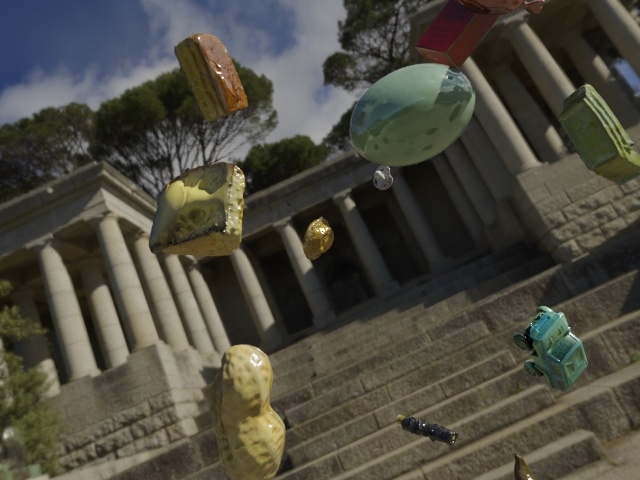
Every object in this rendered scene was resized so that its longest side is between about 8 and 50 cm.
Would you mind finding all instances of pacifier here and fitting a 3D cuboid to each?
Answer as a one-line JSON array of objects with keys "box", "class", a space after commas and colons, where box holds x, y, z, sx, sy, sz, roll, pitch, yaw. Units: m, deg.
[{"box": [0.228, -0.241, 2.038, 0.081, 0.099, 0.078, -26, -24, 27], "class": "pacifier"}]

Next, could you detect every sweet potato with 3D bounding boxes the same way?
[{"box": [0.513, 0.603, 1.206, 0.059, 0.249, 0.069, -50, -19, 25], "class": "sweet potato"}]

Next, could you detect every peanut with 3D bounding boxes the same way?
[{"box": [-0.150, 0.363, 1.105, 0.147, 0.305, 0.147, -11, 7, 2], "class": "peanut"}]

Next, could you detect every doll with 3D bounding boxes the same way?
[{"box": [0.392, -0.571, 1.228, 0.262, 0.093, 0.211, 12, 6, -8], "class": "doll"}]

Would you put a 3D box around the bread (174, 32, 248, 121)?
[{"box": [-0.311, -0.479, 1.572, 0.110, 0.234, 0.184, -20, 12, 21], "class": "bread"}]

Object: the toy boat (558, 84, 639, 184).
[{"box": [0.720, -0.267, 1.392, 0.084, 0.276, 0.111, -22, -10, -31], "class": "toy boat"}]

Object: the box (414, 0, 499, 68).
[{"box": [0.480, -0.731, 1.772, 0.089, 0.197, 0.313, 33, -81, -31], "class": "box"}]

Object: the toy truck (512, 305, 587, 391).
[{"box": [0.734, 0.346, 1.696, 0.155, 0.156, 0.279, -43, -54, -14], "class": "toy truck"}]

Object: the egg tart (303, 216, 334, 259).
[{"box": [0.000, 0.000, 1.498, 0.129, 0.049, 0.129, -38, -43, -46], "class": "egg tart"}]

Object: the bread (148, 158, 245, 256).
[{"box": [-0.264, -0.070, 1.252, 0.262, 0.204, 0.162, -9, -17, 30], "class": "bread"}]

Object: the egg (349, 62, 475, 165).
[{"box": [0.271, -0.370, 1.586, 0.389, 0.276, 0.276, -28, -17, -1], "class": "egg"}]

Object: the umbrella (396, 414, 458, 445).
[{"box": [0.222, 0.401, 1.140, 0.040, 0.037, 0.144, 2, 0, -44], "class": "umbrella"}]
